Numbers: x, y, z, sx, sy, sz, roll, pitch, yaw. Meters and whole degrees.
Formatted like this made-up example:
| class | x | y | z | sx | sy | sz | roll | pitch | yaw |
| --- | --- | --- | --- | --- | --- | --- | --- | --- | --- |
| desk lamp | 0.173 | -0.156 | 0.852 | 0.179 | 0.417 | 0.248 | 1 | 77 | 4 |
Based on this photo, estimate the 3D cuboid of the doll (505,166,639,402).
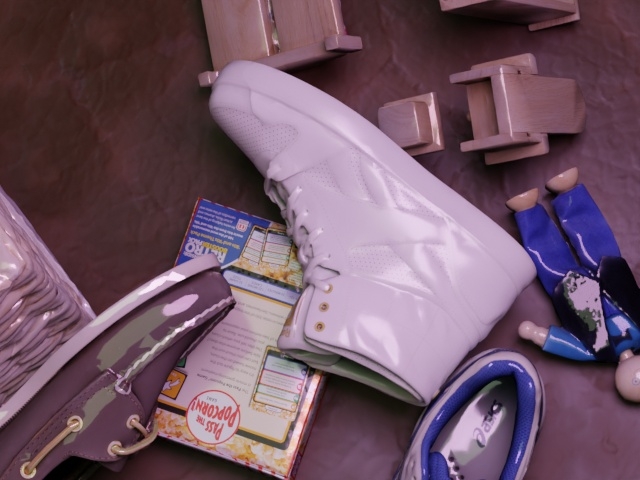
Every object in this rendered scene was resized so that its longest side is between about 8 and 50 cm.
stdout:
| class | x | y | z | sx | sy | sz | roll | pitch | yaw |
| --- | --- | --- | --- | --- | --- | --- | --- | --- | --- |
| doll | 0.212 | 0.043 | 1.323 | 0.129 | 0.046 | 0.189 | -26 | 81 | -12 |

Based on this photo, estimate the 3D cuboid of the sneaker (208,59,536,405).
| class | x | y | z | sx | sy | sz | roll | pitch | yaw |
| --- | --- | --- | --- | --- | --- | --- | --- | --- | --- |
| sneaker | 0.000 | 0.000 | 1.272 | 0.292 | 0.108 | 0.169 | 36 | 74 | 9 |

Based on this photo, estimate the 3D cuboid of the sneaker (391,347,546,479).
| class | x | y | z | sx | sy | sz | roll | pitch | yaw |
| --- | --- | --- | --- | --- | --- | --- | --- | --- | --- |
| sneaker | 0.078 | 0.210 | 1.249 | 0.112 | 0.131 | 0.296 | 22 | 80 | 8 |

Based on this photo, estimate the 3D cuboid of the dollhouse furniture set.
| class | x | y | z | sx | sy | sz | roll | pitch | yaw |
| --- | --- | --- | --- | --- | --- | --- | --- | --- | --- |
| dollhouse furniture set | 0.020 | -0.190 | 1.404 | 0.355 | 0.174 | 0.303 | -11 | 87 | 32 |

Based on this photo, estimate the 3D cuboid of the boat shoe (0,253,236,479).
| class | x | y | z | sx | sy | sz | roll | pitch | yaw |
| --- | --- | --- | --- | --- | --- | --- | --- | --- | --- |
| boat shoe | -0.182 | 0.140 | 1.256 | 0.324 | 0.116 | 0.096 | -40 | 76 | 2 |

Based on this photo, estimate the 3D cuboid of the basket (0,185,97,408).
| class | x | y | z | sx | sy | sz | roll | pitch | yaw |
| --- | --- | --- | --- | --- | --- | --- | --- | --- | --- |
| basket | -0.394 | 0.035 | 1.264 | 0.328 | 0.266 | 0.331 | -39 | 78 | -6 |

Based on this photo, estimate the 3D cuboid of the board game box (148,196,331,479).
| class | x | y | z | sx | sy | sz | roll | pitch | yaw |
| --- | --- | --- | --- | --- | --- | --- | --- | --- | --- |
| board game box | -0.060 | 0.080 | 1.336 | 0.147 | 0.045 | 0.193 | 18 | 78 | 9 |
